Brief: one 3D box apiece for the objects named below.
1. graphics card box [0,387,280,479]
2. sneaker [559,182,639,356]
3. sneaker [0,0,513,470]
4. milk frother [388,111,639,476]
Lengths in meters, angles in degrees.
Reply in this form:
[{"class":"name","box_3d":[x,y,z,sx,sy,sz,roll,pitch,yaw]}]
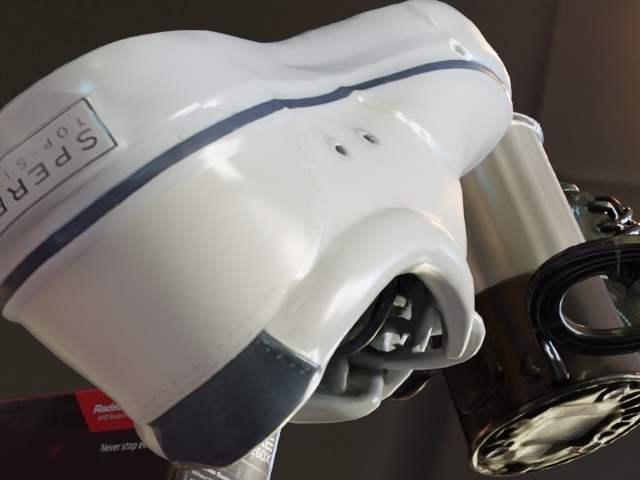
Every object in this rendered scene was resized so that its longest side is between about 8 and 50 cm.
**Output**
[{"class":"graphics card box","box_3d":[-0.169,0.277,1.113,0.233,0.371,0.094,-9,-32,39]},{"class":"sneaker","box_3d":[0.156,0.027,0.953,0.101,0.267,0.106,16,-88,-60]},{"class":"sneaker","box_3d":[0.000,0.000,0.433,0.094,0.091,0.258,-35,-5,25]},{"class":"milk frother","box_3d":[0.088,0.003,0.684,0.143,0.134,0.129,-36,-30,27]}]
